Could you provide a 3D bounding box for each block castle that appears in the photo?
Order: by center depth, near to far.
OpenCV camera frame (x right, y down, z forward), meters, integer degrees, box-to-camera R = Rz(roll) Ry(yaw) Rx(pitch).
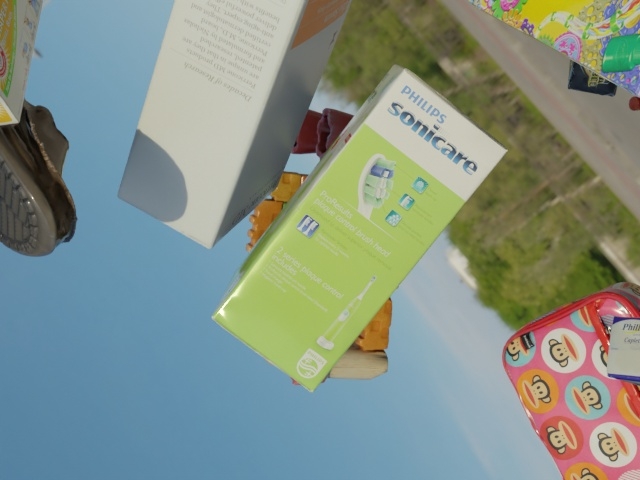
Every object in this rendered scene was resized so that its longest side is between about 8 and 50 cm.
[{"bbox_3d":[0.000,0.000,1.819,0.213,0.453,0.303,5,-173,-15],"label":"block castle"}]

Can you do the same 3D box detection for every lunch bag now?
[{"bbox_3d":[0.423,0.213,1.474,0.120,0.258,0.293,-17,-103,-57],"label":"lunch bag"}]

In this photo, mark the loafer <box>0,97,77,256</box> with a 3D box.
[{"bbox_3d":[-0.369,-0.119,1.309,0.130,0.133,0.366,-11,-137,-30],"label":"loafer"}]

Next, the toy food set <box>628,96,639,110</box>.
[{"bbox_3d":[0.614,-0.274,1.718,0.232,0.105,0.111,-13,82,62],"label":"toy food set"}]

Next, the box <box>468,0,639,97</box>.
[{"bbox_3d":[0.282,-0.182,0.526,0.279,0.290,0.177,17,-161,-26],"label":"box"}]

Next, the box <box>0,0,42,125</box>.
[{"bbox_3d":[-0.404,-0.235,1.217,0.103,0.114,0.203,71,-164,-55],"label":"box"}]

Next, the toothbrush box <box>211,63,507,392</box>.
[{"bbox_3d":[0.035,-0.022,1.018,0.122,0.283,0.206,38,-170,-5],"label":"toothbrush box"}]

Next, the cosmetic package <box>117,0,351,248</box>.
[{"bbox_3d":[-0.096,-0.241,1.392,0.162,0.453,0.230,29,-146,8],"label":"cosmetic package"}]

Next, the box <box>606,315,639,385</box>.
[{"bbox_3d":[0.410,0.134,1.165,0.137,0.072,0.126,19,168,-32],"label":"box"}]

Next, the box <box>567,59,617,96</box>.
[{"bbox_3d":[0.400,-0.389,1.421,0.073,0.293,0.295,11,-144,9],"label":"box"}]
